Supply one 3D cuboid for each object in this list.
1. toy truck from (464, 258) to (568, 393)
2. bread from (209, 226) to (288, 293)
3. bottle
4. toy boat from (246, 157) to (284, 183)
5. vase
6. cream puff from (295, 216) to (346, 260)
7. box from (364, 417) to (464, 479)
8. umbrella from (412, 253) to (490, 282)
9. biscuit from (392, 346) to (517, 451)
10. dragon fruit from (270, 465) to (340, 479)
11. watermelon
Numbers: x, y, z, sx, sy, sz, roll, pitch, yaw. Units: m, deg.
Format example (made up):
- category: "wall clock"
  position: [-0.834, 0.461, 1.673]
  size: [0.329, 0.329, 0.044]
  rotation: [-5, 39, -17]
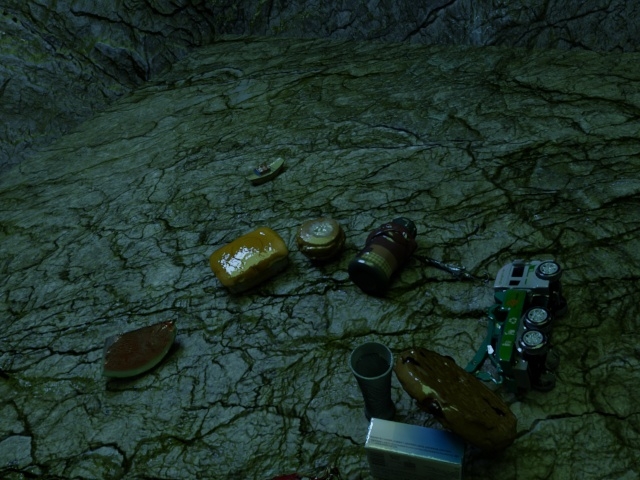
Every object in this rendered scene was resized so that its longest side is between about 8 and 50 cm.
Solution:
- category: "toy truck"
  position: [0.492, 0.204, 1.252]
  size: [0.178, 0.176, 0.363]
  rotation: [4, 44, 36]
- category: "bread"
  position: [-0.225, 0.064, 1.633]
  size: [0.246, 0.121, 0.174]
  rotation: [-26, 41, -17]
- category: "bottle"
  position: [0.205, 0.028, 1.542]
  size: [0.156, 0.143, 0.271]
  rotation: [18, 49, 31]
- category: "toy boat"
  position: [-0.219, -0.280, 2.057]
  size: [0.172, 0.066, 0.065]
  rotation: [-32, 41, -21]
- category: "vase"
  position: [0.125, 0.333, 1.159]
  size: [0.096, 0.219, 0.096]
  rotation: [-7, 42, 6]
- category: "cream puff"
  position: [0.000, 0.000, 1.647]
  size: [0.165, 0.115, 0.150]
  rotation: [5, 50, 6]
- category: "box"
  position: [0.200, 0.451, 1.068]
  size: [0.194, 0.139, 0.073]
  rotation: [4, 44, 19]
- category: "umbrella"
  position: [0.372, 0.085, 1.521]
  size: [0.269, 0.044, 0.044]
  rotation: [17, 86, 39]
- category: "biscuit"
  position: [0.277, 0.328, 1.066]
  size: [0.296, 0.296, 0.075]
  rotation: [40, 106, 43]
- category: "dragon fruit"
  position: [-0.041, 0.533, 1.086]
  size: [0.191, 0.094, 0.094]
  rotation: [-13, 40, -17]
- category: "watermelon"
  position: [-0.525, 0.299, 1.478]
  size: [0.231, 0.128, 0.146]
  rotation: [-15, 11, -23]
